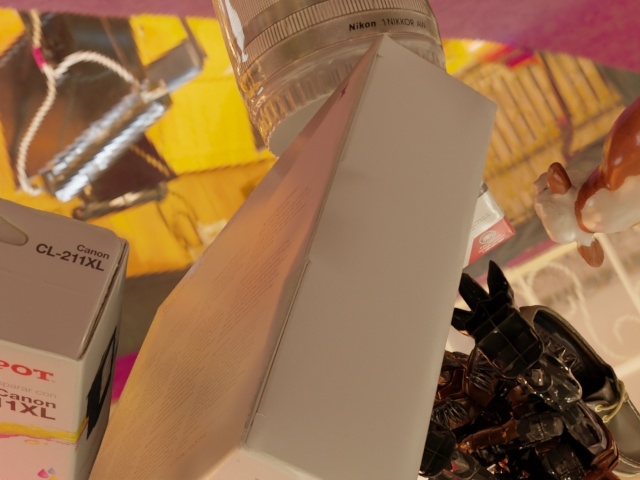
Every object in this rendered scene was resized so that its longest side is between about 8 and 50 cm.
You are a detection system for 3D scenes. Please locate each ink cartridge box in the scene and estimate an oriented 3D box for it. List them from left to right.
[{"bbox_3d":[-0.170,0.059,0.534,0.175,0.127,0.072,109,-4,-51],"label":"ink cartridge box"},{"bbox_3d":[0.180,-0.061,1.821,0.197,0.114,0.273,-34,140,7],"label":"ink cartridge box"}]

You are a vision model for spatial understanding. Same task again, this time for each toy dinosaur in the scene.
[{"bbox_3d":[0.156,0.142,0.807,0.322,0.218,0.164,3,-121,51],"label":"toy dinosaur"}]

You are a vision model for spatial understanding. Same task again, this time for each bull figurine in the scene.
[{"bbox_3d":[0.288,-0.096,0.833,0.188,0.101,0.310,-48,-177,-29],"label":"bull figurine"}]

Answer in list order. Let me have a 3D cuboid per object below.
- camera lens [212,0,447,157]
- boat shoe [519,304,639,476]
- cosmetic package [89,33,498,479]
[{"bbox_3d":[0.000,-0.248,1.150,0.219,0.274,0.219,-15,165,-4],"label":"camera lens"},{"bbox_3d":[0.367,0.211,1.519,0.109,0.305,0.091,-45,-176,-28],"label":"boat shoe"},{"bbox_3d":[-0.048,0.091,0.690,0.377,0.097,0.284,-46,-158,49],"label":"cosmetic package"}]
